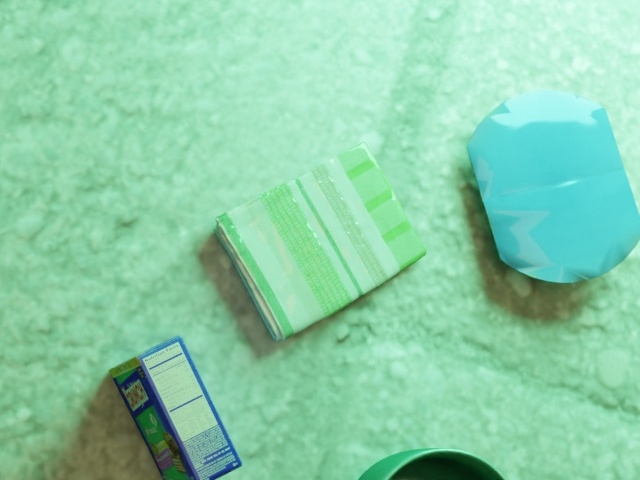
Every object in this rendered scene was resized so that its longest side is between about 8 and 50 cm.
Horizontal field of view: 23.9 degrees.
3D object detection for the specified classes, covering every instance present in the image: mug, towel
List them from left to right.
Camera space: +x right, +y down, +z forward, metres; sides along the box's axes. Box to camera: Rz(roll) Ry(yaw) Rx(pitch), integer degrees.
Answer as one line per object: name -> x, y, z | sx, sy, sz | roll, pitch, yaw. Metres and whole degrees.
towel -> 0.000, 0.000, 1.230 | 0.152, 0.023, 0.113 | -29, 93, -22
mug -> 0.068, 0.223, 1.170 | 0.158, 0.097, 0.129 | 15, 77, -14

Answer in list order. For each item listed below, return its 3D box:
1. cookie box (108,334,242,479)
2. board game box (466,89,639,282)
cookie box -> -0.110, 0.131, 1.132 | 0.040, 0.092, 0.107 | -25, 88, -23
board game box -> 0.195, -0.043, 1.293 | 0.133, 0.033, 0.168 | -14, 80, -14
